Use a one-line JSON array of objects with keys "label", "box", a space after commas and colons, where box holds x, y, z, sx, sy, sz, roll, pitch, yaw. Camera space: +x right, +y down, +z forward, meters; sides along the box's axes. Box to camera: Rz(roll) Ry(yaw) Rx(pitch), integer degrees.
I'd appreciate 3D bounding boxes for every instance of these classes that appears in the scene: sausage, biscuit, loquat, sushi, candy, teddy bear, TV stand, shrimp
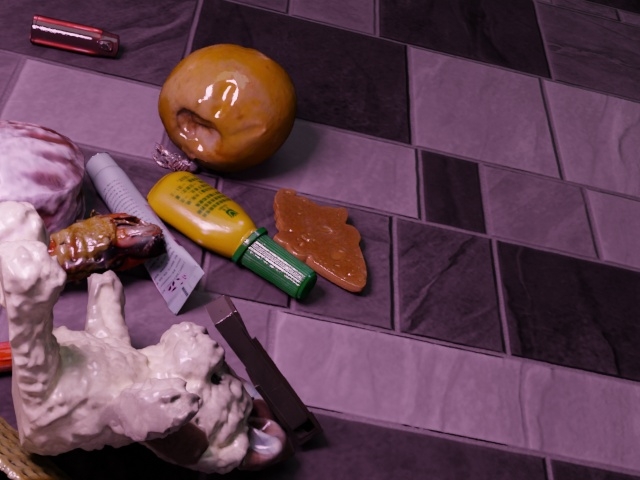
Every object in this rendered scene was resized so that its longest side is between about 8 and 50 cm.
[{"label": "sausage", "box": [-0.431, 0.159, 1.427, 0.145, 0.048, 0.050, -6, 84, -26]}, {"label": "biscuit", "box": [0.000, 0.000, 1.781, 0.162, 0.035, 0.250, -18, 51, -29]}, {"label": "biscuit", "box": [-0.409, 0.232, 1.303, 0.231, 0.016, 0.139, 35, -3, 19]}, {"label": "loquat", "box": [-0.155, -0.235, 1.837, 0.244, 0.244, 0.244, 11, 40, -9]}, {"label": "sushi", "box": [-0.346, 0.011, 1.579, 0.226, 0.103, 0.097, -14, 83, -22]}, {"label": "candy", "box": [-0.496, -0.090, 1.596, 0.290, 0.157, 0.214, -2, 40, -23]}, {"label": "teddy bear", "box": [-0.207, 0.127, 1.324, 0.362, 0.375, 0.327, -7, 24, -20]}, {"label": "TV stand", "box": [-0.074, 0.174, 1.398, 0.040, 0.256, 0.049, -33, 36, -2]}, {"label": "shrimp", "box": [-0.259, -0.139, 1.846, 0.092, 0.029, 0.038, 27, 48, 18]}]

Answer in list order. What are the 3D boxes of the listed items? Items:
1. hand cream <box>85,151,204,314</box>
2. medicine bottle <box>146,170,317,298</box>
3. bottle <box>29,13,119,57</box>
[{"label": "hand cream", "box": [-0.285, -0.024, 1.669, 0.058, 0.085, 0.331, 19, 25, -49]}, {"label": "medicine bottle", "box": [-0.139, -0.009, 1.703, 0.309, 0.076, 0.111, 33, 45, 17]}, {"label": "bottle", "box": [-0.466, -0.386, 2.021, 0.164, 0.060, 0.060, 11, 41, -10]}]
